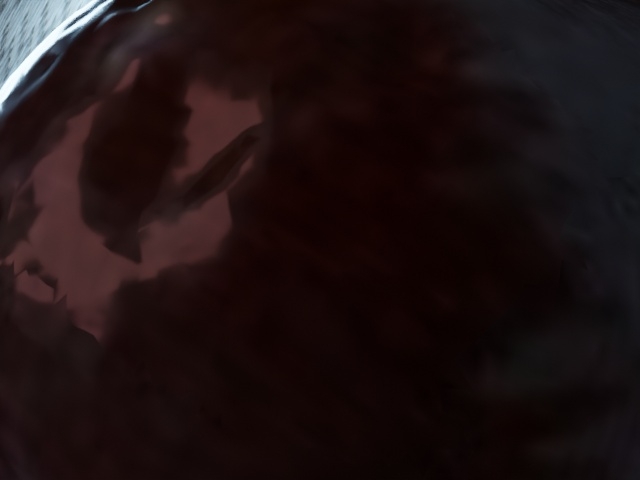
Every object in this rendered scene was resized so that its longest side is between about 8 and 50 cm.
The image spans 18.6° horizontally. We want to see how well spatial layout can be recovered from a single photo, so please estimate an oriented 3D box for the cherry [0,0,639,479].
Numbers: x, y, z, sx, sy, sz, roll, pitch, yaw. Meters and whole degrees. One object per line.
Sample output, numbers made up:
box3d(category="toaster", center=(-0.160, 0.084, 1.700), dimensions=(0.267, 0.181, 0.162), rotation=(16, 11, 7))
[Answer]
box3d(category="cherry", center=(0.028, 0.048, 0.659), dimensions=(0.326, 0.291, 0.335), rotation=(-46, -46, -48))
